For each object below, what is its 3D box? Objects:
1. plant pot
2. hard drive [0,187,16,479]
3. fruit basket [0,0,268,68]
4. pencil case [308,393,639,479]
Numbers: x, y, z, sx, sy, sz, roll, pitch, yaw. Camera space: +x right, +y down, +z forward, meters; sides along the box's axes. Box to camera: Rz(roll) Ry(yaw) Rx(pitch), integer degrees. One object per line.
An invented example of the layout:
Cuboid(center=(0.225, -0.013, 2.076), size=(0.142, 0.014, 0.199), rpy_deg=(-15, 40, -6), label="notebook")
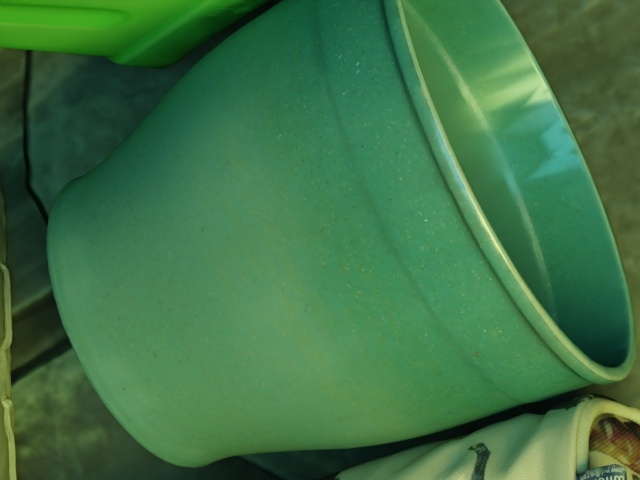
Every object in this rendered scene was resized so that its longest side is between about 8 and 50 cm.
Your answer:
Cuboid(center=(0.000, 0.000, 1.088), size=(0.255, 0.271, 0.272), rpy_deg=(-26, 86, 19), label="plant pot")
Cuboid(center=(-0.231, 0.122, 1.118), size=(0.064, 0.237, 0.339), rpy_deg=(-3, 88, 6), label="hard drive")
Cuboid(center=(-0.043, -0.274, 1.087), size=(0.392, 0.392, 0.283), rpy_deg=(-17, 87, 7), label="fruit basket")
Cuboid(center=(0.007, 0.216, 1.081), size=(0.410, 0.183, 0.160), rpy_deg=(-20, 116, 22), label="pencil case")
